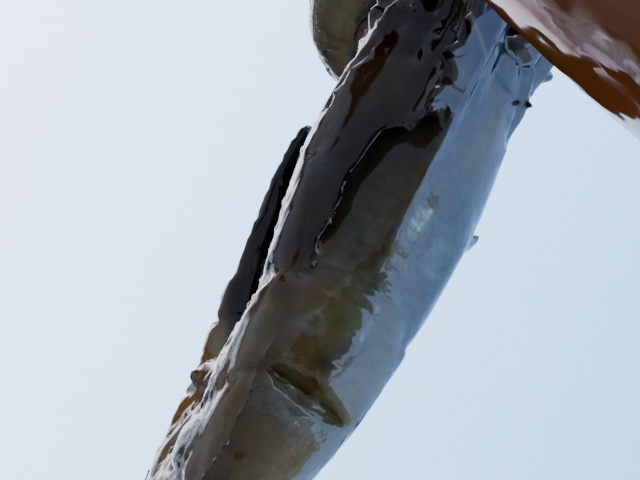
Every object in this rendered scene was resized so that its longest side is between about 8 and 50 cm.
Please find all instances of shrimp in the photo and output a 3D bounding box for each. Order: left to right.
[{"bbox_3d":[0.007,0.005,0.688,0.289,0.075,0.178,-67,-167,-15],"label":"shrimp"}]

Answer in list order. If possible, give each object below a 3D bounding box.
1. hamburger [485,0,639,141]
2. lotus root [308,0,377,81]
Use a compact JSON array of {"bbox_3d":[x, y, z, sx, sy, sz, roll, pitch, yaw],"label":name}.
[{"bbox_3d":[0.160,-0.161,0.261,0.395,0.277,0.396,35,-39,33],"label":"hamburger"},{"bbox_3d":[0.071,-0.225,1.542,0.160,0.146,0.284,-58,-167,35],"label":"lotus root"}]
